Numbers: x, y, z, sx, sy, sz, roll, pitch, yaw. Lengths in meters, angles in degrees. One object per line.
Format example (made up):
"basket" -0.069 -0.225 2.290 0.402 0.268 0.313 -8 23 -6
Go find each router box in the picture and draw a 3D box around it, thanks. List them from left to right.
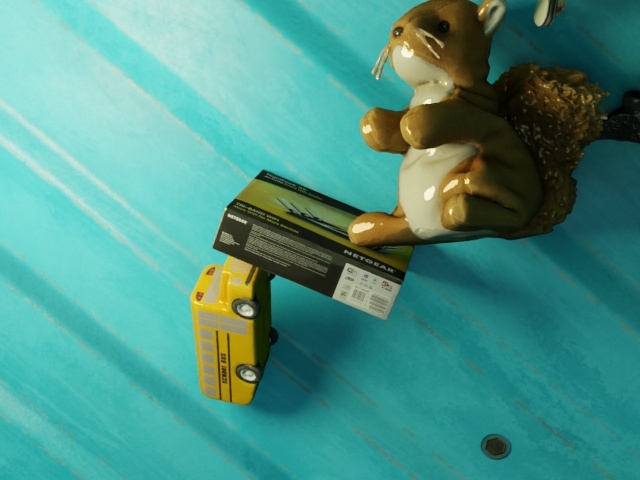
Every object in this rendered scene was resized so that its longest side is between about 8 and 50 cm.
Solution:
"router box" 0.000 0.000 1.640 0.309 0.243 0.081 22 111 3

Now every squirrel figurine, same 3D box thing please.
"squirrel figurine" 0.250 -0.189 1.537 0.397 0.281 0.370 0 83 -27

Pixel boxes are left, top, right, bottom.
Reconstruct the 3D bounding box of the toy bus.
"toy bus" -0.152 0.151 1.728 0.130 0.108 0.333 12 136 10

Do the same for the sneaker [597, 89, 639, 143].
"sneaker" 0.537 -0.191 1.570 0.170 0.051 0.089 10 120 3

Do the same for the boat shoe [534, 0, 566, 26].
"boat shoe" 0.361 -0.374 1.501 0.043 0.137 0.049 24 138 -9
